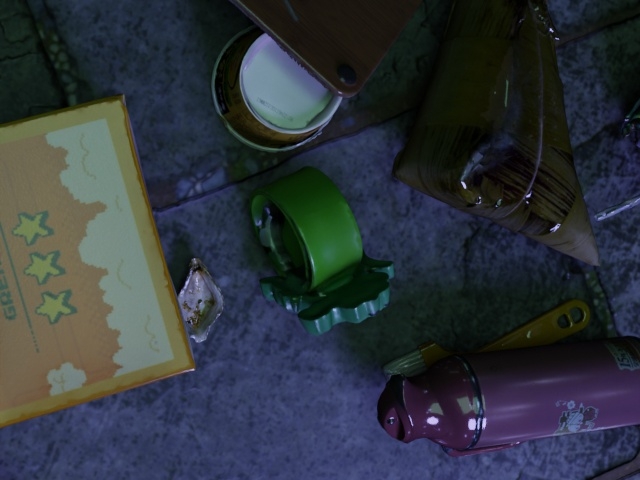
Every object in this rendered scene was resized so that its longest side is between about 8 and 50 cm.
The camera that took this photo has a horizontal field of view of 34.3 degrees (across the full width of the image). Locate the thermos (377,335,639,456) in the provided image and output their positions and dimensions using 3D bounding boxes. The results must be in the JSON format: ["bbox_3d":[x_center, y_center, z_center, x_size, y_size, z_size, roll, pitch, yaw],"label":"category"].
[{"bbox_3d":[0.219,0.184,1.214,0.330,0.136,0.109,-4,72,-17],"label":"thermos"}]

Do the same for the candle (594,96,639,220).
[{"bbox_3d":[0.461,-0.135,1.223,0.187,0.187,0.330,40,86,-10],"label":"candle"}]

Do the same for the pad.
[{"bbox_3d":[-0.018,-0.321,1.120,0.286,0.018,0.284,42,50,-11],"label":"pad"}]

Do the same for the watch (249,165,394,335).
[{"bbox_3d":[0.000,0.000,1.138,0.131,0.165,0.152,-24,115,-21],"label":"watch"}]

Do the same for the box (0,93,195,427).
[{"bbox_3d":[-0.264,0.014,1.021,0.214,0.283,0.259,-13,95,-10],"label":"box"}]

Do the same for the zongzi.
[{"bbox_3d":[0.256,-0.139,1.216,0.300,0.145,0.273,22,82,-28],"label":"zongzi"}]

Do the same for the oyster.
[{"bbox_3d":[-0.137,0.068,1.176,0.051,0.034,0.093,18,90,-24],"label":"oyster"}]

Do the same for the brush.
[{"bbox_3d":[0.212,0.140,1.264,0.272,0.013,0.103,-24,97,-11],"label":"brush"}]

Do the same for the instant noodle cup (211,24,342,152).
[{"bbox_3d":[-0.041,-0.175,1.143,0.152,0.122,0.151,0,92,-10],"label":"instant noodle cup"}]
